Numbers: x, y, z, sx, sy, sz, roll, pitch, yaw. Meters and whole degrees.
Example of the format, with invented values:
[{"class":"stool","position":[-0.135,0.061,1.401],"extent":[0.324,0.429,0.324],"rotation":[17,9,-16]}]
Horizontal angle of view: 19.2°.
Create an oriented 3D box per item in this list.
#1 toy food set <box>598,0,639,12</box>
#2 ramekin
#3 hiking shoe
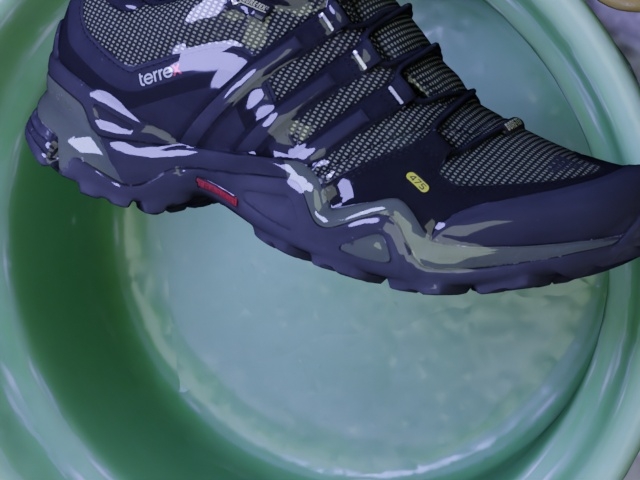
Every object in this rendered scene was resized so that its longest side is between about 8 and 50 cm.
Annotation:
[{"class":"toy food set","position":[0.132,-0.139,0.680],"extent":[0.132,0.038,0.192],"rotation":[-36,88,-20]},{"class":"ramekin","position":[0.000,0.000,0.764],"extent":[0.303,0.148,0.303],"rotation":[2,97,16]},{"class":"hiking shoe","position":[0.008,-0.053,0.631],"extent":[0.226,0.086,0.114],"rotation":[14,104,16]}]
